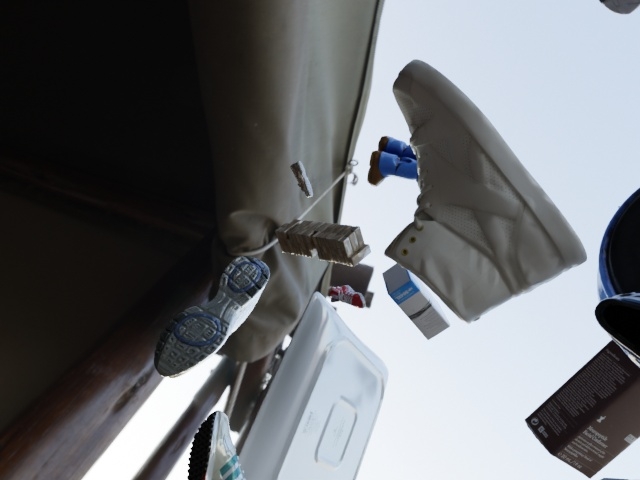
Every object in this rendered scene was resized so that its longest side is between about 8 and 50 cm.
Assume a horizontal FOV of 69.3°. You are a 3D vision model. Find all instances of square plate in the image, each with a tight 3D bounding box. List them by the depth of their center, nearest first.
[{"bbox_3d":[0.010,0.311,0.755,0.049,0.347,0.344,9,-28,33],"label":"square plate"}]

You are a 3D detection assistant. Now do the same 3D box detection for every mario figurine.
[{"bbox_3d":[0.271,-0.125,1.031,0.321,0.170,0.197,16,-97,19],"label":"mario figurine"}]

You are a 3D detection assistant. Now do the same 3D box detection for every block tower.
[{"bbox_3d":[0.000,0.000,1.493,0.336,0.091,0.097,10,-52,44],"label":"block tower"}]

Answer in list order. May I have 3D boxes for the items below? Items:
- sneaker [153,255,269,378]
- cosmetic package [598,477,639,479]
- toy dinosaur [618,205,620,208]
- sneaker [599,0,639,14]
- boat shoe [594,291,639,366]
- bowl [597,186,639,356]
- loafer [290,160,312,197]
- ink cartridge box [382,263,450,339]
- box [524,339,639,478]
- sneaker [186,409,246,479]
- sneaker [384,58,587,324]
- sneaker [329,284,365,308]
[{"bbox_3d":[-0.208,0.168,0.945,0.111,0.297,0.129,35,-33,16],"label":"sneaker"},{"bbox_3d":[0.537,0.473,0.536,0.394,0.329,0.328,-21,-30,38],"label":"cosmetic package"},{"bbox_3d":[0.937,-0.032,1.235,0.200,0.127,0.296,47,-15,-15],"label":"toy dinosaur"},{"bbox_3d":[0.559,-0.561,0.936,0.235,0.153,0.094,36,-43,8],"label":"sneaker"},{"bbox_3d":[0.310,0.117,0.323,0.089,0.258,0.108,10,-80,-23],"label":"boat shoe"},{"bbox_3d":[0.512,0.018,0.496,0.391,0.391,0.077,-19,-54,32],"label":"bowl"},{"bbox_3d":[-0.063,-0.199,1.532,0.039,0.045,0.125,-20,-91,19],"label":"loafer"},{"bbox_3d":[0.285,0.177,1.390,0.086,0.148,0.203,-37,-74,13],"label":"ink cartridge box"},{"bbox_3d":[0.776,0.444,1.251,0.191,0.143,0.381,34,-78,-21],"label":"box"},{"bbox_3d":[-0.112,0.287,0.548,0.075,0.161,0.057,24,-49,-31],"label":"sneaker"},{"bbox_3d":[0.125,-0.053,0.516,0.169,0.108,0.292,-35,-109,11],"label":"sneaker"},{"bbox_3d":[0.067,0.153,1.232,0.118,0.067,0.042,31,-60,59],"label":"sneaker"}]
